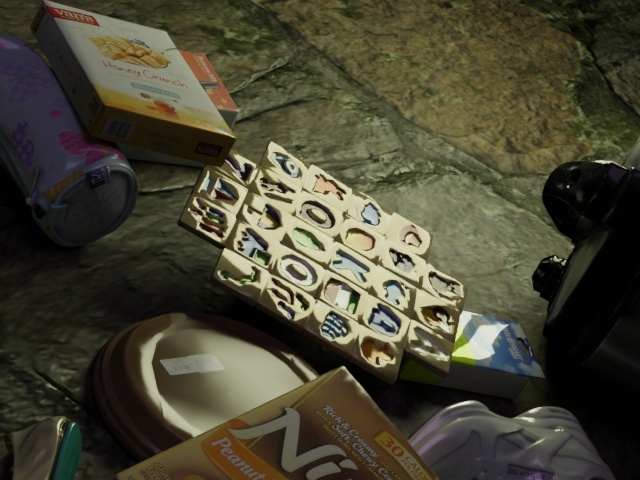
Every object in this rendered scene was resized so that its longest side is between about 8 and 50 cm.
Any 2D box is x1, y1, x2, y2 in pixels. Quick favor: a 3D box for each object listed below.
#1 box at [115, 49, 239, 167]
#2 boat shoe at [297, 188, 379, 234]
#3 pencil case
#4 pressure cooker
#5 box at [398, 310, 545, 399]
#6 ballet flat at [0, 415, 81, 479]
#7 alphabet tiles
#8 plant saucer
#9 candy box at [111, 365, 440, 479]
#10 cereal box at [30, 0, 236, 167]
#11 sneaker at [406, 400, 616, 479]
[{"bbox_3d":[-0.208,-0.168,2.127,0.170,0.091,0.130,5,36,-34],"label":"box"},{"bbox_3d":[0.000,0.000,2.052,0.081,0.068,0.228,45,33,12],"label":"boat shoe"},{"bbox_3d":[-0.313,-0.112,1.932,0.124,0.113,0.273,-23,53,-24],"label":"pencil case"},{"bbox_3d":[0.456,0.029,2.082,0.420,0.370,0.375,29,46,5],"label":"pressure cooker"},{"bbox_3d":[0.161,0.125,2.014,0.178,0.042,0.109,13,33,-25],"label":"box"},{"bbox_3d":[-0.257,0.239,1.472,0.086,0.086,0.248,21,28,-10],"label":"ballet flat"},{"bbox_3d":[0.009,0.019,1.960,0.342,0.011,0.285,30,35,-8],"label":"alphabet tiles"},{"bbox_3d":[-0.093,0.162,1.753,0.278,0.041,0.278,19,31,-12],"label":"plant saucer"},{"bbox_3d":[-0.038,0.248,1.567,0.316,0.087,0.183,-22,66,-48],"label":"candy box"},{"bbox_3d":[-0.215,-0.180,1.975,0.173,0.047,0.240,11,30,-36],"label":"cereal box"},{"bbox_3d":[0.193,0.243,1.780,0.305,0.114,0.152,-1,38,-40],"label":"sneaker"}]
